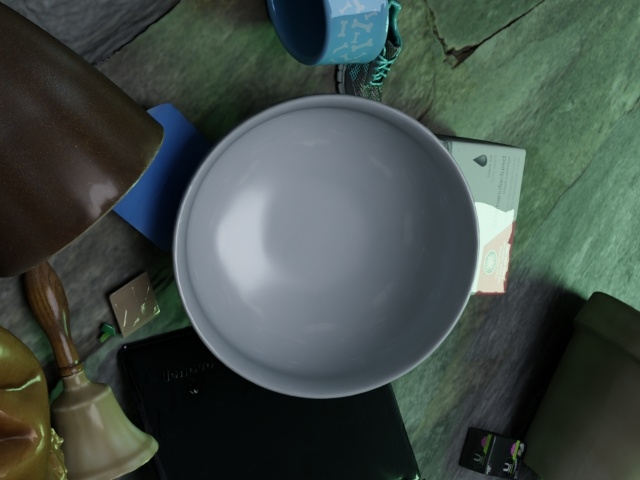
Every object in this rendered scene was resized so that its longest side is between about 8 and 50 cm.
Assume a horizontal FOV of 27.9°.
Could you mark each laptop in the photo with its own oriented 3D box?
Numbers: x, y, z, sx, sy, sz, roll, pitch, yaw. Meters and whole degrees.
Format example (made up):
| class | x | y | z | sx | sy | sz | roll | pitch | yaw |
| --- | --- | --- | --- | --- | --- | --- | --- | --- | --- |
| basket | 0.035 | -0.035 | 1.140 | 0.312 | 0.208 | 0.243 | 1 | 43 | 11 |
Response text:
| class | x | y | z | sx | sy | sz | roll | pitch | yaw |
| --- | --- | --- | --- | --- | --- | --- | --- | --- | --- |
| laptop | -0.085 | 0.317 | 1.621 | 0.382 | 0.236 | 0.408 | -12 | 136 | -41 |

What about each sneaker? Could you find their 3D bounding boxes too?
| class | x | y | z | sx | sy | sz | roll | pitch | yaw |
| --- | --- | --- | --- | --- | --- | --- | --- | --- | --- |
| sneaker | 0.066 | -0.229 | 1.592 | 0.065 | 0.076 | 0.167 | -14 | 109 | -40 |

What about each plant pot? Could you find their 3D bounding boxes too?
| class | x | y | z | sx | sy | sz | roll | pitch | yaw |
| --- | --- | --- | --- | --- | --- | --- | --- | --- | --- |
| plant pot | 0.459 | 0.282 | 1.966 | 0.280 | 0.323 | 0.323 | -50 | 132 | -1 |
| plant pot | -0.300 | -0.121 | 1.198 | 0.215 | 0.215 | 0.230 | -50 | 116 | -23 |

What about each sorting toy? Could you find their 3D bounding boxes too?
| class | x | y | z | sx | sy | sz | roll | pitch | yaw |
| --- | --- | --- | --- | --- | --- | --- | --- | --- | --- |
| sorting toy | -0.218 | 0.078 | 1.438 | 0.083 | 0.012 | 0.062 | -36 | 127 | -37 |

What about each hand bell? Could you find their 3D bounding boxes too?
| class | x | y | z | sx | sy | sz | roll | pitch | yaw |
| --- | --- | --- | --- | --- | --- | --- | --- | --- | --- |
| hand bell | -0.265 | 0.126 | 1.360 | 0.126 | 0.126 | 0.242 | -24 | 104 | -38 |

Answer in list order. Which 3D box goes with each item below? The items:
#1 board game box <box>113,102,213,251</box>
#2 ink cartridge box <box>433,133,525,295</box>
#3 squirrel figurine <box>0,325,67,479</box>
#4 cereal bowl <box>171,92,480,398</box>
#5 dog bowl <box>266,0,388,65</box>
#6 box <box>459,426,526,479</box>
| class | x | y | z | sx | sy | sz | roll | pitch | yaw |
| --- | --- | --- | --- | --- | --- | --- | --- | --- | --- |
| board game box | -0.181 | -0.072 | 1.425 | 0.168 | 0.033 | 0.133 | 44 | 68 | -48 |
| ink cartridge box | 0.122 | -0.034 | 1.663 | 0.283 | 0.117 | 0.207 | 1 | 100 | -44 |
| squirrel figurine | -0.349 | 0.311 | 1.140 | 0.397 | 0.281 | 0.371 | 62 | 21 | -64 |
| cereal bowl | 0.000 | 0.000 | 1.454 | 0.338 | 0.141 | 0.339 | -1 | 98 | -8 |
| dog bowl | -0.009 | -0.333 | 1.443 | 0.074 | 0.166 | 0.297 | -22 | 115 | -26 |
| box | 0.257 | 0.319 | 1.923 | 0.083 | 0.052 | 0.062 | 20 | 85 | -44 |
